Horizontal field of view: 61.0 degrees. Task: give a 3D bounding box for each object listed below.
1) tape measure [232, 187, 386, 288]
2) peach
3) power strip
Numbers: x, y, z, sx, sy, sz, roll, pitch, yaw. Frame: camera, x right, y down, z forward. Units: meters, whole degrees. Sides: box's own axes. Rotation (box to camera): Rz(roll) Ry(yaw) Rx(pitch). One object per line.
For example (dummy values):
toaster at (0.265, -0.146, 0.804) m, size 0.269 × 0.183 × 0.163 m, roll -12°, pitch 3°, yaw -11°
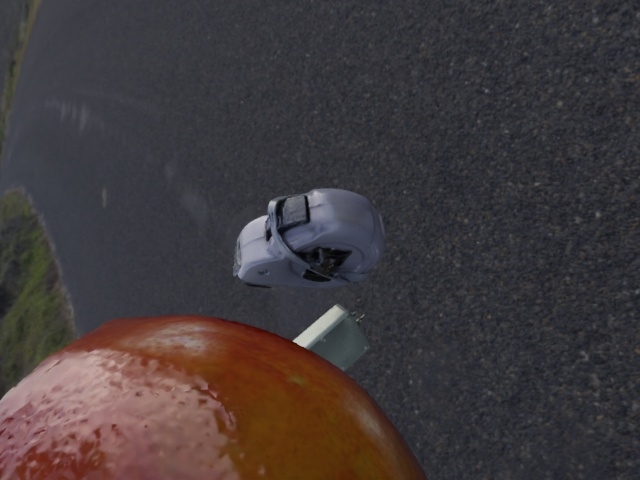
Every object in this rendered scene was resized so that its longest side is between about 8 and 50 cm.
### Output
tape measure at (0.000, 0.000, 0.852) m, size 0.197 × 0.236 × 0.120 m, roll 124°, pitch 146°, yaw -50°
peach at (-0.069, 0.223, 0.350) m, size 0.380 × 0.242 × 0.306 m, roll 40°, pitch 89°, yaw 11°
power strip at (-0.059, 0.245, 0.915) m, size 0.043 × 0.367 × 0.106 m, roll 33°, pitch 158°, yaw 53°
